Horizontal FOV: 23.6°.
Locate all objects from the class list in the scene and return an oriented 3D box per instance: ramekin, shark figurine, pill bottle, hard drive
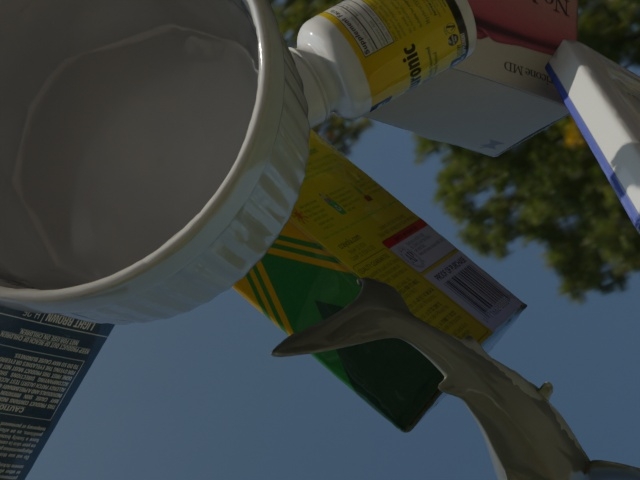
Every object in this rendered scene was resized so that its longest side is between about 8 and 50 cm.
[{"bbox_3d":[-0.104,-0.055,0.756,0.109,0.207,0.207,43,-136,-65],"label":"ramekin"},{"bbox_3d":[0.106,0.138,0.994,0.278,0.166,0.116,47,-115,-32],"label":"shark figurine"},{"bbox_3d":[0.027,-0.110,0.889,0.116,0.065,0.065,-30,-90,-15],"label":"pill bottle"},{"bbox_3d":[0.287,-0.039,1.128,0.210,0.040,0.319,27,-160,-15],"label":"hard drive"}]

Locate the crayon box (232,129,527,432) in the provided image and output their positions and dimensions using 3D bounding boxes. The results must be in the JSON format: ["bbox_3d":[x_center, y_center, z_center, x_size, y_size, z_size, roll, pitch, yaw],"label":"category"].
[{"bbox_3d":[0.000,0.000,1.243,0.318,0.081,0.202,41,-158,10],"label":"crayon box"}]

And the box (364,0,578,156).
[{"bbox_3d":[0.131,-0.212,1.327,0.148,0.127,0.232,15,-113,-25],"label":"box"}]

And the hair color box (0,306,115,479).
[{"bbox_3d":[-0.284,0.124,0.999,0.105,0.174,0.347,20,-75,-51],"label":"hair color box"}]
